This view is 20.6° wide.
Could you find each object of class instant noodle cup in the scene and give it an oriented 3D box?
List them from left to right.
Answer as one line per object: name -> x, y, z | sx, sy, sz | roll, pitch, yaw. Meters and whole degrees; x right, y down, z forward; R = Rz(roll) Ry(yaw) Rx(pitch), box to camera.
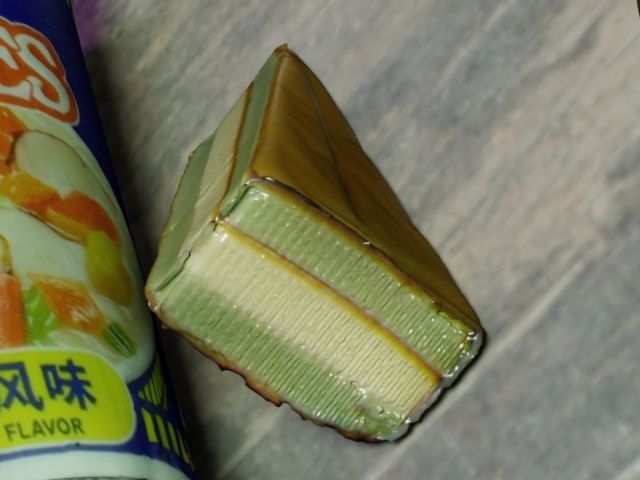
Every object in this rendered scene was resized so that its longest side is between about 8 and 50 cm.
instant noodle cup -> -0.185, 0.026, 0.725 | 0.284, 0.284, 0.312 | -41, 57, 23

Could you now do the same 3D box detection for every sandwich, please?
sandwich -> 0.000, 0.000, 0.733 | 0.079, 0.113, 0.163 | -48, 14, 18

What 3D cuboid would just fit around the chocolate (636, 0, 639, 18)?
chocolate -> 0.213, -0.128, 0.459 | 0.340, 0.210, 0.225 | -51, 50, 15
